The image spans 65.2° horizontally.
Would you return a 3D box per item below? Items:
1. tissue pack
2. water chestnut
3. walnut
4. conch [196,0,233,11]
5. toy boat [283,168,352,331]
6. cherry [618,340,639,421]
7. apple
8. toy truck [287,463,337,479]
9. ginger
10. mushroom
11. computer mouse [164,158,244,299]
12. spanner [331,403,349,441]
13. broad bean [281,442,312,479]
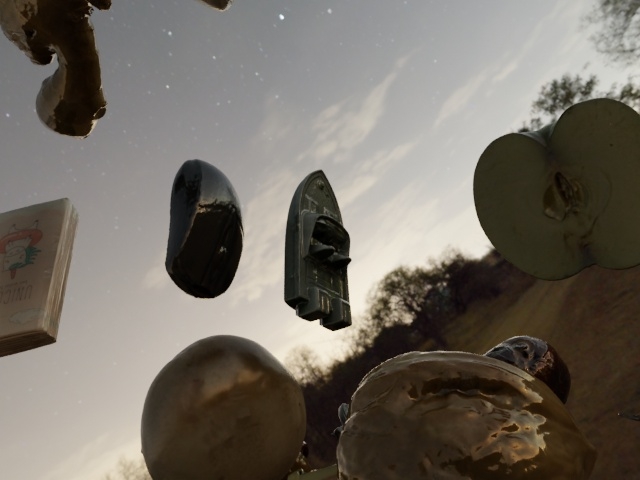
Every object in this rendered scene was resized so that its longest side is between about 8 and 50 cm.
[{"bbox_3d":[-0.590,0.066,0.997,0.170,0.325,0.071,-12,-38,0],"label":"tissue pack"},{"bbox_3d":[0.575,0.416,1.455,0.289,0.244,0.289,-28,-22,-13],"label":"water chestnut"},{"bbox_3d":[0.105,0.159,0.375,0.184,0.156,0.155,-5,-8,16],"label":"walnut"},{"bbox_3d":[-0.182,-0.393,0.719,0.094,0.176,0.105,-100,21,-89],"label":"conch"},{"bbox_3d":[0.000,0.000,0.907,0.092,0.320,0.141,-24,-37,32],"label":"toy boat"},{"bbox_3d":[0.451,0.150,0.497,0.285,0.236,0.213,-25,-1,29],"label":"cherry"},{"bbox_3d":[0.536,-0.094,1.096,0.311,0.360,0.320,-11,-11,-13],"label":"apple"},{"bbox_3d":[-0.067,0.416,0.617,0.405,0.181,0.254,-27,19,26],"label":"toy truck"},{"bbox_3d":[-0.421,-0.345,0.798,0.348,0.363,0.122,-11,32,25],"label":"ginger"},{"bbox_3d":[-0.188,0.314,0.910,0.292,0.293,0.290,-29,7,-28],"label":"mushroom"},{"bbox_3d":[-0.185,-0.032,0.853,0.086,0.270,0.137,-19,-33,23],"label":"computer mouse"},{"bbox_3d":[0.092,0.418,0.868,0.093,0.325,0.026,16,-63,-31],"label":"spanner"},{"bbox_3d":[-0.099,0.498,1.181,0.122,0.228,0.156,-19,-57,-43],"label":"broad bean"}]
